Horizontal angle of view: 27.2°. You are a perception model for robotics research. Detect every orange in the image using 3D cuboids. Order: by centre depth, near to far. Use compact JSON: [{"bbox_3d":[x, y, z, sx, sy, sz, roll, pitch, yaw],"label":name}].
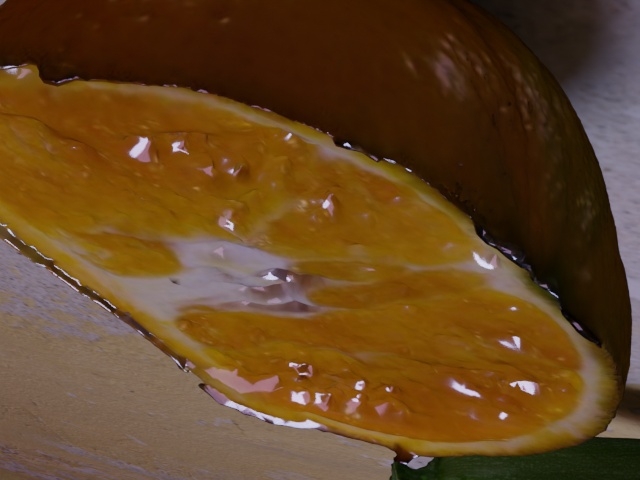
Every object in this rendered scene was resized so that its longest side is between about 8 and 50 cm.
[{"bbox_3d":[-0.001,-0.001,0.580,0.274,0.274,0.310,-6,115,48],"label":"orange"}]

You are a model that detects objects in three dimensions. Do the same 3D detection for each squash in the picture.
[{"bbox_3d":[0.252,0.208,1.041,0.395,0.107,0.107,5,160,-1],"label":"squash"}]
